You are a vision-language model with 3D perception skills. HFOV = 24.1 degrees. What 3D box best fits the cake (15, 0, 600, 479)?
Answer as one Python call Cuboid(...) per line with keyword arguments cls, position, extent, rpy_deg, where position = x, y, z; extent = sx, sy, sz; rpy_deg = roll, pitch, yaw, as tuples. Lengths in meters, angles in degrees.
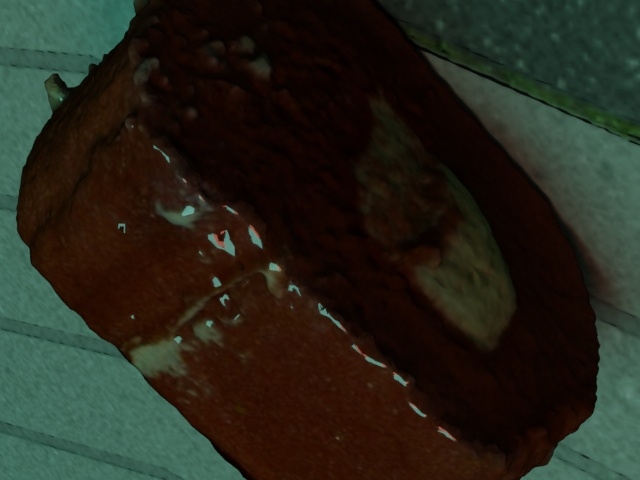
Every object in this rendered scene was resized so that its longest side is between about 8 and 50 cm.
Cuboid(cls="cake", position=(0.000, 0.000, 0.693), extent=(0.283, 0.177, 0.151), rpy_deg=(43, 139, -8))
